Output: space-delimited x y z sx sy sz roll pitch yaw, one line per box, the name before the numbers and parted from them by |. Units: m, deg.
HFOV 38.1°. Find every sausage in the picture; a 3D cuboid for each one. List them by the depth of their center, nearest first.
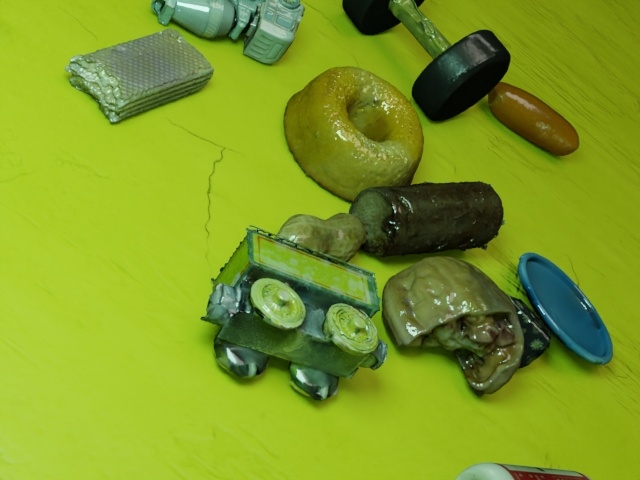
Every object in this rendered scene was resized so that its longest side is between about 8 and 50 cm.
sausage | 0.462 -0.264 2.022 0.238 0.098 0.098 32 40 -15

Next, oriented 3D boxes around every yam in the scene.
yam | 0.185 -0.036 1.561 0.280 0.131 0.131 -5 58 -41

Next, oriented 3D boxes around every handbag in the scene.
handbag | 0.347 0.142 1.574 0.115 0.072 0.139 49 27 16

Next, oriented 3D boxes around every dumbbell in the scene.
dumbbell | 0.211 -0.420 1.870 0.204 0.204 0.322 -20 68 -47

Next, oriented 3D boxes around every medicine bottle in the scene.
medicine bottle | 0.301 0.376 1.267 0.250 0.131 0.131 12 47 -31

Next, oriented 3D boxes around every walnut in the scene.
walnut | 0.218 0.108 1.444 0.238 0.141 0.204 31 36 -17

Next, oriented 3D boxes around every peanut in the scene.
peanut | -0.001 -0.002 1.411 0.193 0.089 0.089 -4 57 -47

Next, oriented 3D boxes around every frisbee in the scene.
frisbee | 0.430 0.126 1.662 0.242 0.045 0.242 34 29 -22

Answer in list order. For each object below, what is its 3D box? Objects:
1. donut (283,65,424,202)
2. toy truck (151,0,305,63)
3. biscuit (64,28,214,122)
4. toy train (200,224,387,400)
donut | 0.070 -0.192 1.618 0.278 0.108 0.277 22 43 -23
toy truck | -0.163 -0.401 1.631 0.257 0.108 0.140 23 56 -19
biscuit | -0.275 -0.260 1.439 0.108 0.062 0.239 46 38 8
toy train | -0.036 0.102 1.249 0.261 0.134 0.177 21 35 -24
